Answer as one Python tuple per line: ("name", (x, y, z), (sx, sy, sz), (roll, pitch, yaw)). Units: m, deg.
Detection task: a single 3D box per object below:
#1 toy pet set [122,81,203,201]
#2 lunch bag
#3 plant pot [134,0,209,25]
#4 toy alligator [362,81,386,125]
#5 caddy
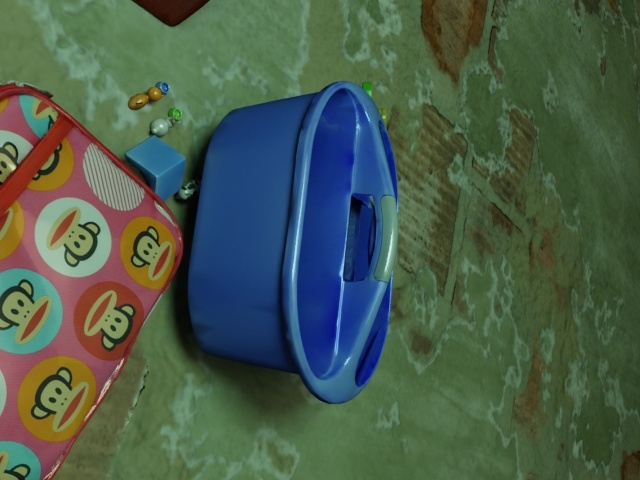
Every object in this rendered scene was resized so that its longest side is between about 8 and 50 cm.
("toy pet set", (-0.153, -0.094, 0.764), (0.114, 0.065, 0.122), (-44, 117, -43))
("lunch bag", (-0.268, 0.027, 0.585), (0.258, 0.120, 0.293), (47, 51, -30))
("plant pot", (-0.132, -0.409, 0.698), (0.267, 0.235, 0.267), (29, 65, -44))
("toy alligator", (0.061, -0.121, 1.030), (0.051, 0.056, 0.190), (85, 6, -82))
("caddy", (0.000, 0.000, 0.808), (0.241, 0.179, 0.342), (28, 65, -59))
